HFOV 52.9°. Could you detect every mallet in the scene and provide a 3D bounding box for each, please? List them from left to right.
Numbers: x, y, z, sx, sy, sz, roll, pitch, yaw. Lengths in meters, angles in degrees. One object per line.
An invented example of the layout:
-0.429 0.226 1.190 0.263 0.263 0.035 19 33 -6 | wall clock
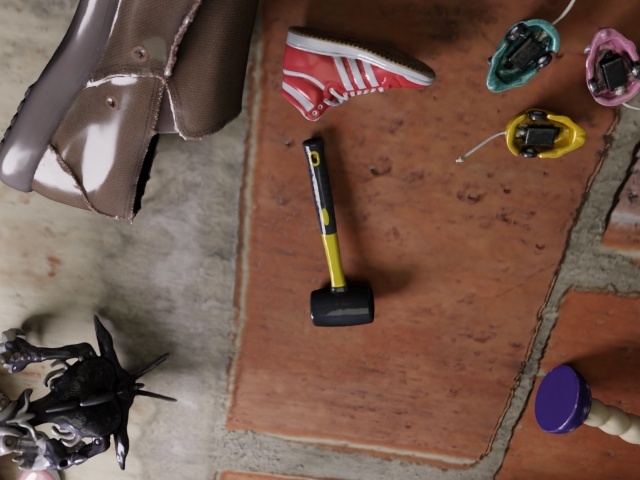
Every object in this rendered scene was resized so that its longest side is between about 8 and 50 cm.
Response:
0.000 0.000 0.592 0.062 0.039 0.189 -12 115 13 | mallet

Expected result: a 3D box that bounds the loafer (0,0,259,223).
-0.101 -0.148 0.462 0.130 0.133 0.366 33 127 -20 | loafer

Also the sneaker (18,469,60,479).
-0.363 0.336 0.792 0.051 0.070 0.134 23 119 -8 | sneaker

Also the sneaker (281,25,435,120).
0.026 -0.122 0.509 0.119 0.042 0.067 16 117 3 | sneaker

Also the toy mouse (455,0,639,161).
0.187 -0.135 0.498 0.161 0.031 0.143 -2 121 4 | toy mouse

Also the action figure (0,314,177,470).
-0.296 0.167 0.646 0.276 0.141 0.163 -8 91 -36 | action figure

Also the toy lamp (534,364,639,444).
0.361 0.211 0.668 0.275 0.080 0.080 21 120 -10 | toy lamp
